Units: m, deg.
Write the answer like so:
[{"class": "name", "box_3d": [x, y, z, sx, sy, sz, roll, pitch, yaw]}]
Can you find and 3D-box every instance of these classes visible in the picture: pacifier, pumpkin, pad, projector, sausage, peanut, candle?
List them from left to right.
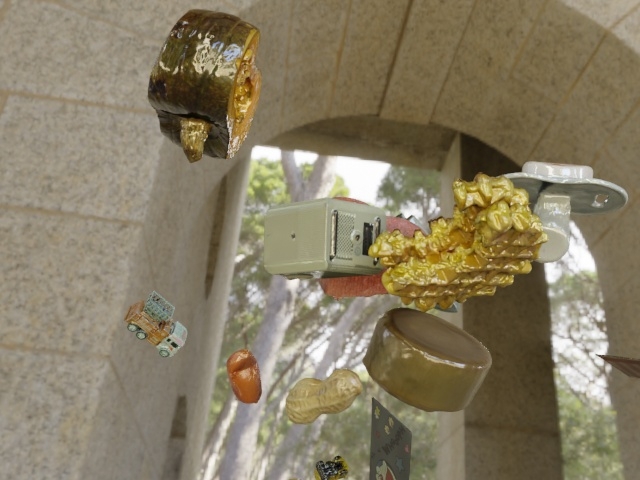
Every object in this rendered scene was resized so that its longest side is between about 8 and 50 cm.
[{"class": "pumpkin", "box_3d": [-0.191, -0.240, 1.214, 0.139, 0.221, 0.317, 24, -14, -2]}, {"class": "sausage", "box_3d": [-0.203, 0.360, 1.925, 0.089, 0.089, 0.179, -1, -61, 11]}, {"class": "projector", "box_3d": [0.000, 0.000, 1.545, 0.177, 0.163, 0.243, 9, -11, -42]}, {"class": "peanut", "box_3d": [0.006, 0.470, 2.201, 0.299, 0.120, 0.136, -27, -79, 33]}, {"class": "candle", "box_3d": [0.089, 0.017, 1.770, 0.317, 0.287, 0.131, 26, -44, 24]}, {"class": "pad", "box_3d": [0.145, 0.479, 1.547, 0.006, 0.245, 0.170, -6, 17, -23]}, {"class": "pacifier", "box_3d": [0.478, -0.051, 1.490, 0.279, 0.207, 0.227, 7, -19, 14]}, {"class": "pad", "box_3d": [0.715, 0.264, 1.401, 0.300, 0.005, 0.202, 1, -20, 44]}]

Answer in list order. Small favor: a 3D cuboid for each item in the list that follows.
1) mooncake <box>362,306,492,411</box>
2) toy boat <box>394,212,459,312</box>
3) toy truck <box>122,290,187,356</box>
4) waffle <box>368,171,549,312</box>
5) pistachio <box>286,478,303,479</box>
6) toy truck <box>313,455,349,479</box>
[{"class": "mooncake", "box_3d": [0.246, 0.282, 1.699, 0.285, 0.284, 0.155, 14, -73, -14]}, {"class": "toy boat", "box_3d": [0.287, 0.076, 2.037, 0.141, 0.319, 0.092, -37, -2, -8]}, {"class": "toy truck", "box_3d": [-0.444, 0.235, 2.013, 0.115, 0.080, 0.177, -35, -65, 21]}, {"class": "waffle", "box_3d": [0.275, 0.009, 1.403, 0.261, 0.151, 0.324, 17, -41, -42]}, {"class": "pistachio", "box_3d": [-0.055, 0.549, 1.386, 0.100, 0.110, 0.189, 2, -66, 11]}, {"class": "toy truck", "box_3d": [0.029, 0.581, 1.824, 0.083, 0.049, 0.054, -6, -42, -28]}]
